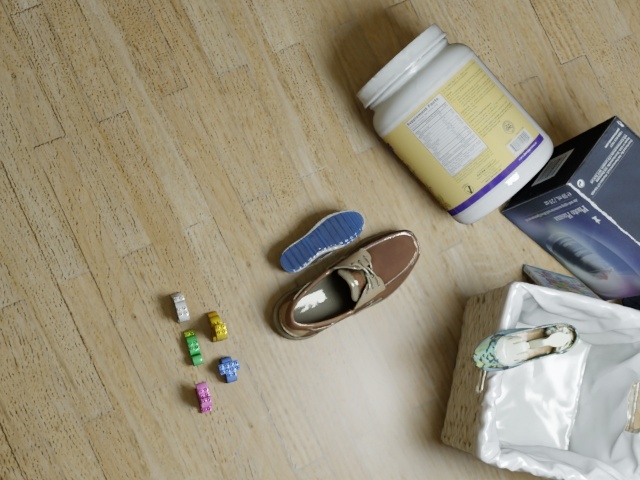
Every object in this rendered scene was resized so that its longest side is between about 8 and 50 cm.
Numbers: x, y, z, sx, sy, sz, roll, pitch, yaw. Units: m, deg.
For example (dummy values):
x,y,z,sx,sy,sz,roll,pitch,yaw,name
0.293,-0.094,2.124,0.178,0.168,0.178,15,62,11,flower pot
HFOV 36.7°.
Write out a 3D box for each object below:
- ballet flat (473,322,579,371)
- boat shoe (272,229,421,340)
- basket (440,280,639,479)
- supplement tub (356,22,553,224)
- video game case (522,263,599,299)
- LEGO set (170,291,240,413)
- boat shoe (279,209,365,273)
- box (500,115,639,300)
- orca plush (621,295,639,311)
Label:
x,y,z,sx,sy,sz,roll,pitch,yaw,name
0.350,0.175,1.626,0.189,0.070,0.070,-15,85,-13,ballet flat
0.063,0.084,1.816,0.324,0.116,0.123,-35,91,-15,boat shoe
0.423,0.273,1.792,0.331,0.266,0.328,15,79,-11,basket
0.252,-0.221,1.839,0.241,0.241,0.331,-43,92,-15,supplement tub
0.475,0.091,1.886,0.119,0.166,0.015,15,104,-10,video game case
-0.201,0.193,1.754,0.087,0.093,0.227,-15,85,-14,LEGO set
0.000,0.000,1.840,0.183,0.066,0.066,-29,87,-9,boat shoe
0.556,-0.047,1.851,0.294,0.296,0.182,39,75,-4,box
0.739,0.184,1.940,0.287,0.102,0.151,39,100,-23,orca plush
